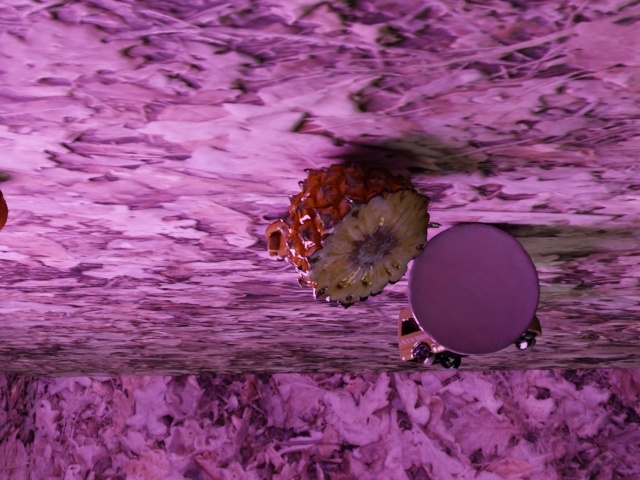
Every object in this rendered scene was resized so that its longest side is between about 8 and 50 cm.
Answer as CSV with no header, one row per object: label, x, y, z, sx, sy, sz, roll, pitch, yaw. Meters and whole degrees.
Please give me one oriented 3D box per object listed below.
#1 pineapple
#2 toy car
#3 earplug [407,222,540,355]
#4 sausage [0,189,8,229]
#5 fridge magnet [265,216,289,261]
pineapple,0.021,-0.030,1.221,0.176,0.137,0.161,5,125,-45
toy car,0.256,0.146,1.960,0.257,0.124,0.101,-22,156,39
earplug,0.199,0.080,1.601,0.172,0.172,0.301,1,173,0
sausage,-0.452,-0.031,1.318,0.198,0.076,0.076,-5,166,20
fridge magnet,0.000,0.000,1.442,0.143,0.063,0.143,3,165,1
